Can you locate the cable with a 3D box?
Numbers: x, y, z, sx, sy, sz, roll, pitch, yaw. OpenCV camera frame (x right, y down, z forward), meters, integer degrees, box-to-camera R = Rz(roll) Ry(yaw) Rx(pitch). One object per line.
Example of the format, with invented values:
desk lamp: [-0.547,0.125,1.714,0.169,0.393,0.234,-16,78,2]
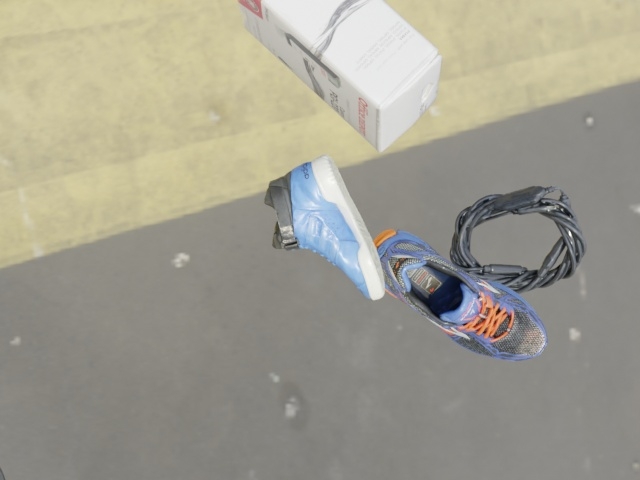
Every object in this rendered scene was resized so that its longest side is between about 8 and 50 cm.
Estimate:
cable: [0.270,0.004,1.866,0.047,0.184,0.150,-77,146,-63]

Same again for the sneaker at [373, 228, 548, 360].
sneaker: [0.147,0.070,1.413,0.221,0.087,0.083,27,97,-17]

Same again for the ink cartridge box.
ink cartridge box: [0.017,-0.210,1.406,0.218,0.158,0.092,42,82,11]

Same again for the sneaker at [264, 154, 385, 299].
sneaker: [0.000,0.000,1.299,0.058,0.084,0.152,-85,150,-68]

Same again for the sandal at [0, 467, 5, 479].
sandal: [-0.329,0.272,1.233,0.040,0.067,0.179,90,4,-66]
